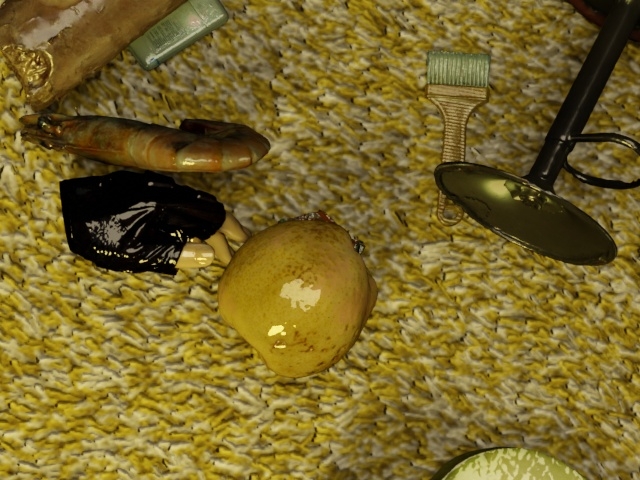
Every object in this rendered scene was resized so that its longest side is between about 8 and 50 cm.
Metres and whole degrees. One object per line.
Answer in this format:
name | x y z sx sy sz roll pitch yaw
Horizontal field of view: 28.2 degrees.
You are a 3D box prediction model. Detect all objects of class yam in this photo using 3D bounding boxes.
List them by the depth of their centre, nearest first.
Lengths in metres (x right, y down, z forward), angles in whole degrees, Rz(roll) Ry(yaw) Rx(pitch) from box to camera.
yam | -0.265 -0.260 1.448 0.238 0.129 0.128 -40 69 -9

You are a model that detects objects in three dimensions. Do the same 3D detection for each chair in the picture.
chair | 0.314 -0.196 1.465 0.226 0.226 0.401 27 78 -2

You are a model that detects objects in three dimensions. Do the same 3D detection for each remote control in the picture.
remote control | -0.170 -0.252 1.514 0.124 0.018 0.053 -36 85 -11

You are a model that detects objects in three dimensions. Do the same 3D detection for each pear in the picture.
pear | -0.021 0.060 1.405 0.178 0.178 0.178 1 80 -7

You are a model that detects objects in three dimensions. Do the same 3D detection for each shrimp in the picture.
shrimp | -0.194 -0.120 1.449 0.296 0.169 0.058 11 108 23

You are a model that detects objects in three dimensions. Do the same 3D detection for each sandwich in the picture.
sandwich | -0.004 0.001 1.488 0.101 0.026 0.069 36 79 0

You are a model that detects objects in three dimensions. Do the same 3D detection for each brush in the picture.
brush | 0.163 -0.124 1.539 0.082 0.010 0.218 4 81 -7

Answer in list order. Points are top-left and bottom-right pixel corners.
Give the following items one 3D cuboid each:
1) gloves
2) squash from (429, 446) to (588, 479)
gloves | -0.179 -0.018 1.415 0.203 0.164 0.124 -5 120 -16
squash | 0.217 0.363 1.448 0.252 0.049 0.252 1 83 -8
